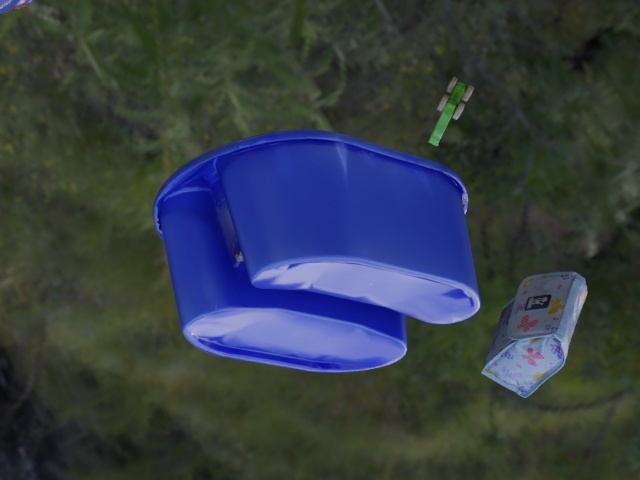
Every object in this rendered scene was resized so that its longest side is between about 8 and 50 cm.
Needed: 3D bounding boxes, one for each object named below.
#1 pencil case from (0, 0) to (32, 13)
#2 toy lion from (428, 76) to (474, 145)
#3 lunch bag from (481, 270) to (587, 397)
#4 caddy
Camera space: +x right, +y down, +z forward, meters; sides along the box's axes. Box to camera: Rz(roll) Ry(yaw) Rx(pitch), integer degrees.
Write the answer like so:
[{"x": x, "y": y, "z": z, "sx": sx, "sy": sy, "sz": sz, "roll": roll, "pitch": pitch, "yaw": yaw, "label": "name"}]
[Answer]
[{"x": -0.504, "y": -0.311, "z": 1.901, "sx": 0.133, "sy": 0.119, "sz": 0.306, "roll": 7, "pitch": -149, "yaw": 37, "label": "pencil case"}, {"x": 0.169, "y": -0.166, "z": 1.987, "sx": 0.096, "sy": 0.034, "sz": 0.100, "roll": -65, "pitch": 177, "yaw": 32, "label": "toy lion"}, {"x": 0.164, "y": 0.065, "z": 1.105, "sx": 0.083, "sy": 0.053, "sz": 0.071, "roll": -48, "pitch": -168, "yaw": 51, "label": "lunch bag"}, {"x": 0.000, "y": 0.000, "z": 1.454, "sx": 0.341, "sy": 0.179, "sz": 0.241, "roll": 14, "pitch": 143, "yaw": -39, "label": "caddy"}]
